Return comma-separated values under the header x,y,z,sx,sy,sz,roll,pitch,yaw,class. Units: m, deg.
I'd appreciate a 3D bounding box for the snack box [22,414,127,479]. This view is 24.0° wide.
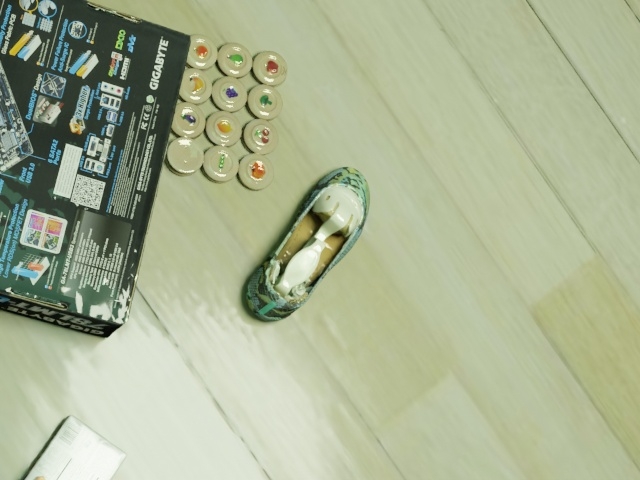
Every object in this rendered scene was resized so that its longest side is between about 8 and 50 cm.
x,y,z,sx,sy,sz,roll,pitch,yaw,class
-0.244,0.243,1.316,0.064,0.022,0.178,38,66,-9,snack box

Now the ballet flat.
x,y,z,sx,sy,sz,roll,pitch,yaw,class
0.000,0.000,1.451,0.070,0.070,0.188,36,66,-9,ballet flat

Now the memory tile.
x,y,z,sx,sy,sz,roll,pitch,yaw,class
-0.091,-0.126,1.476,0.113,0.012,0.148,12,73,-17,memory tile

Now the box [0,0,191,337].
x,y,z,sx,sy,sz,roll,pitch,yaw,class
-0.289,-0.091,1.359,0.293,0.073,0.295,16,72,-16,box
